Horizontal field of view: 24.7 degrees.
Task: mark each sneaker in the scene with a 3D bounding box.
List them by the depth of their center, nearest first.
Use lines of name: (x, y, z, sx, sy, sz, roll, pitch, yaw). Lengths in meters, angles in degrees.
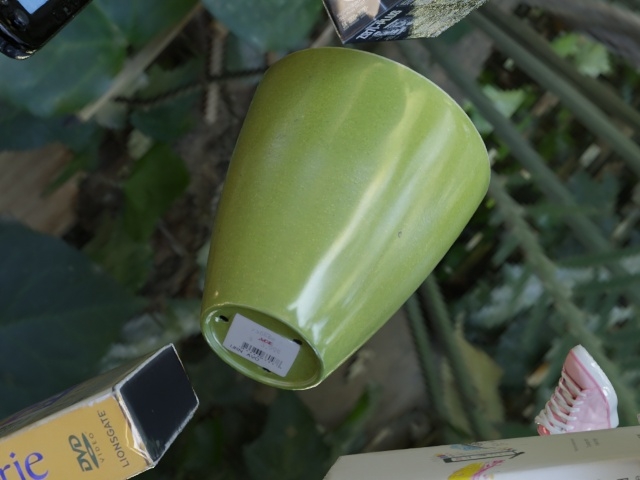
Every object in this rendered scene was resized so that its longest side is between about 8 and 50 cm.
sneaker: (0.227, 0.150, 1.321, 0.070, 0.051, 0.134, -32, 143, -5)

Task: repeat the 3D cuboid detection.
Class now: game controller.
game controller: (-0.343, -0.304, 1.640, 0.067, 0.166, 0.319, -29, -163, 17)

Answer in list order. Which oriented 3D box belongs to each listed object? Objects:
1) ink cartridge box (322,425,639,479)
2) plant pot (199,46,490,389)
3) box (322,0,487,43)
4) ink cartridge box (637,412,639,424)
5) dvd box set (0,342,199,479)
ink cartridge box: (0.124, 0.226, 0.971, 0.233, 0.171, 0.168, -8, 178, 7)
plant pot: (0.000, 0.000, 1.513, 0.274, 0.275, 0.293, 93, 19, -54)
box: (0.109, -0.258, 1.340, 0.147, 0.077, 0.180, -13, 166, -48)
ink cartridge box: (0.257, 0.121, 0.844, 0.122, 0.088, 0.052, -18, -178, -22)
dvd box set: (-0.299, 0.196, 1.039, 0.420, 0.062, 0.307, -24, 180, 0)
